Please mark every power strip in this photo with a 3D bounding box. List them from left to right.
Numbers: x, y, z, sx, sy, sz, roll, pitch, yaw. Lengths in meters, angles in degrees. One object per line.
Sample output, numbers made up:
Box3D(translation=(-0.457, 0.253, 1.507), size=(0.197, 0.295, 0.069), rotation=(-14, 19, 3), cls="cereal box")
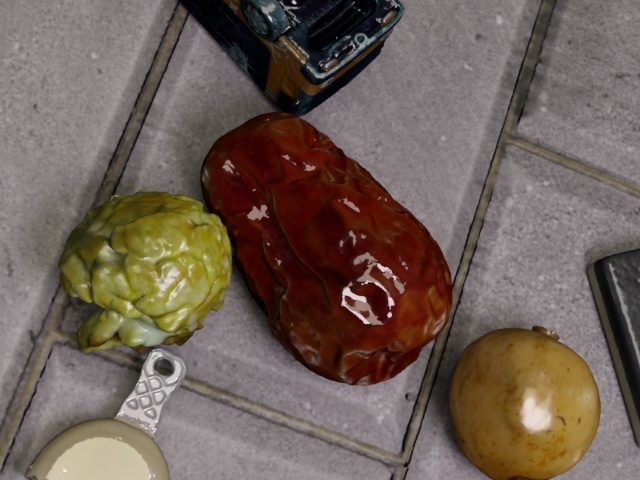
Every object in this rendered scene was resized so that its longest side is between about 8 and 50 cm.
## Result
Box3D(translation=(0.421, 0.138, 1.557), size=(0.105, 0.070, 0.256), rotation=(-11, 78, -13), cls="power strip")

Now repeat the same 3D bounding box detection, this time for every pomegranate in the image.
Box3D(translation=(0.238, 0.182, 1.446), size=(0.196, 0.196, 0.196), rotation=(3, 76, -12), cls="pomegranate")

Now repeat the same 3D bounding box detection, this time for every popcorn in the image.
Box3D(translation=(-0.200, 0.044, 1.395), size=(0.198, 0.198, 0.212), rotation=(20, 99, -8), cls="popcorn")

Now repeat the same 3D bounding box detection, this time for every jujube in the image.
Box3D(translation=(0.000, 0.000, 1.432), size=(0.216, 0.216, 0.342), rotation=(-32, 72, -18), cls="jujube")

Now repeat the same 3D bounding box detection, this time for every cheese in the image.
Box3D(translation=(-0.210, 0.251, 1.383), size=(0.249, 0.071, 0.163), rotation=(-42, 88, -19), cls="cheese")

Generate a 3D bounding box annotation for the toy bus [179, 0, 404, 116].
Box3D(translation=(-0.070, -0.315, 1.490), size=(0.162, 0.194, 0.323), rotation=(-41, 85, -19), cls="toy bus")
